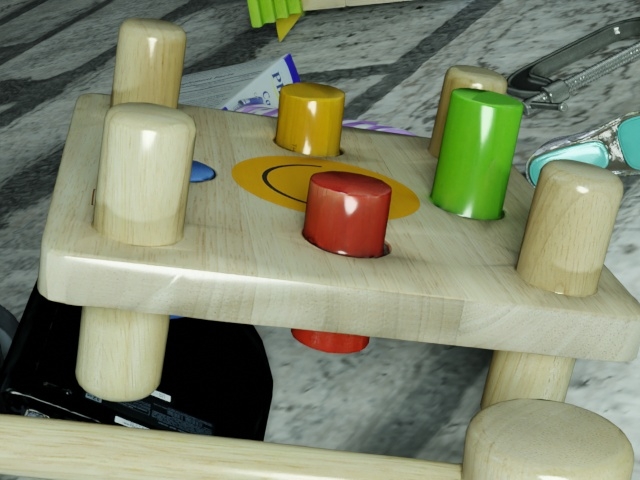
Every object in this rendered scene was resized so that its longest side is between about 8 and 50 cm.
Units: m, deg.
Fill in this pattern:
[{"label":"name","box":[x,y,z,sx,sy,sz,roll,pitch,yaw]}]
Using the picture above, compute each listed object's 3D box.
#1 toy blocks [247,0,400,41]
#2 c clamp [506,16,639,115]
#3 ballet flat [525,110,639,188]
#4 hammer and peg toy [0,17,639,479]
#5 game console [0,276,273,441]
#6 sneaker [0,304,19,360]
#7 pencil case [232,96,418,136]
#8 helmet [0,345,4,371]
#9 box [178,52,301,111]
[{"label":"toy blocks","box":[0.081,-0.361,1.387,0.261,0.191,0.381,-3,27,13]},{"label":"c clamp","box":[0.212,-0.135,0.924,0.160,0.022,0.137,-30,19,-15]},{"label":"ballet flat","box":[0.185,-0.058,0.749,0.114,0.041,0.041,-13,24,17]},{"label":"hammer and peg toy","box":[0.000,0.000,0.538,0.266,0.127,0.361,7,20,-9]},{"label":"game console","box":[-0.190,0.017,0.598,0.044,0.361,0.213,-61,13,19]},{"label":"sneaker","box":[-0.296,0.106,0.785,0.223,0.083,0.098,-17,43,21]},{"label":"pencil case","box":[-0.001,-0.048,0.839,0.088,0.086,0.206,-2,13,-30]},{"label":"helmet","box":[-0.260,0.095,0.658,0.161,0.169,0.169,-7,21,-10]},{"label":"box","box":[-0.095,-0.094,1.029,0.126,0.072,0.137,-5,28,35]}]
